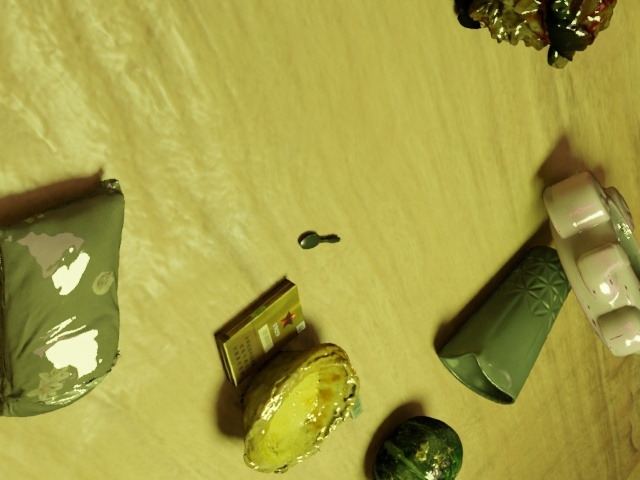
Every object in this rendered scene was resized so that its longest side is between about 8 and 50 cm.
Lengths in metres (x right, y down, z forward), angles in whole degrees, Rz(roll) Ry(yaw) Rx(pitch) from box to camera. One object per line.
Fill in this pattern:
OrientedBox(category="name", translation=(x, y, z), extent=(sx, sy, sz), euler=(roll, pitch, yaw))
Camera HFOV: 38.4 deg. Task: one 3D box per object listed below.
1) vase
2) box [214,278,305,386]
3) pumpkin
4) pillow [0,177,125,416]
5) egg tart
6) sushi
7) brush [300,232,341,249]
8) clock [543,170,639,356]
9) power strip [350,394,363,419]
OrientedBox(category="vase", translation=(0.352, 0.155, 1.681), extent=(0.301, 0.156, 0.251), euler=(-51, 153, -21))
OrientedBox(category="box", translation=(-0.078, 0.123, 1.227), extent=(0.133, 0.023, 0.090), euler=(-39, 141, -26))
OrientedBox(category="pumpkin", translation=(0.174, 0.399, 1.626), extent=(0.190, 0.146, 0.190), euler=(-27, 133, -34))
OrientedBox(category="pillow", translation=(-0.264, 0.072, 0.935), extent=(0.169, 0.059, 0.255), euler=(-19, 129, -39))
OrientedBox(category="egg tart", translation=(-0.039, 0.228, 1.293), extent=(0.213, 0.090, 0.212), euler=(-29, 134, -35))
OrientedBox(category="sushi", translation=(0.290, -0.346, 1.165), extent=(0.239, 0.219, 0.225), euler=(1, 118, -50))
OrientedBox(category="brush", translation=(0.000, 0.000, 1.244), extent=(0.083, 0.008, 0.024), euler=(-5, 117, -49))
OrientedBox(category="clock", translation=(0.520, 0.047, 1.657), extent=(0.113, 0.322, 0.296), euler=(-25, 164, 25))
OrientedBox(category="power strip", translation=(0.052, 0.263, 1.492), extent=(0.027, 0.017, 0.083), euler=(-41, 140, -21))
